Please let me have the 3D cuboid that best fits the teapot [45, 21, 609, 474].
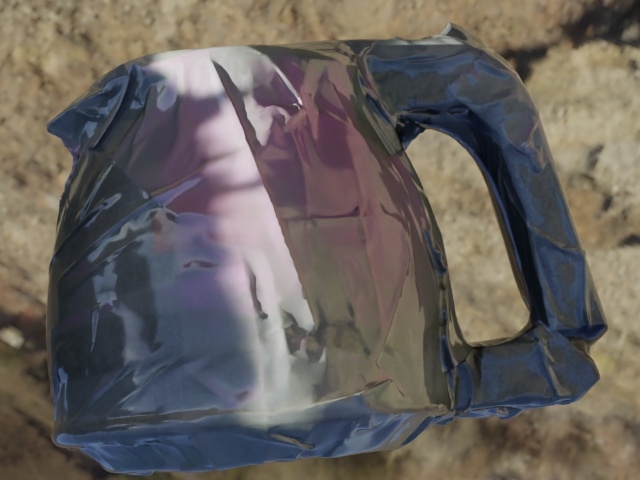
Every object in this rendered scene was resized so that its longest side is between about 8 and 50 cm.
[{"bbox_3d":[-0.006,-0.001,0.611,0.221,0.178,0.163,-7,174,17],"label":"teapot"}]
